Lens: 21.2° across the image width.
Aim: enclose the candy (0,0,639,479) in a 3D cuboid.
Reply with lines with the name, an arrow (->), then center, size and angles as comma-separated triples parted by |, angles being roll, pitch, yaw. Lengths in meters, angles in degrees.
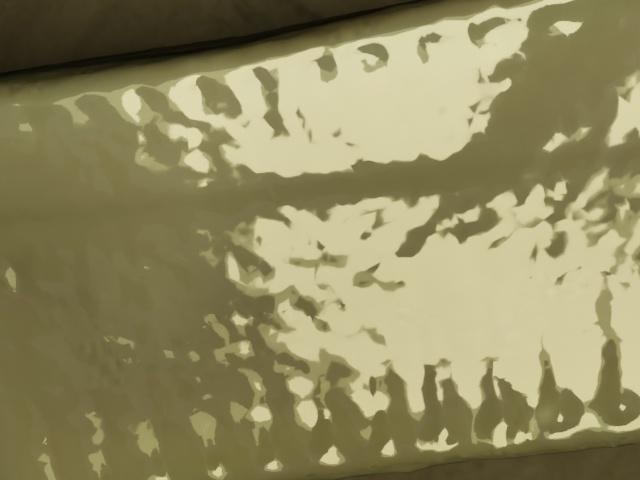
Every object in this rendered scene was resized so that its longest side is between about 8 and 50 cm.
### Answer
candy -> 0.000, -0.003, 0.784 | 0.359, 0.145, 0.208 | -10, 100, 11
